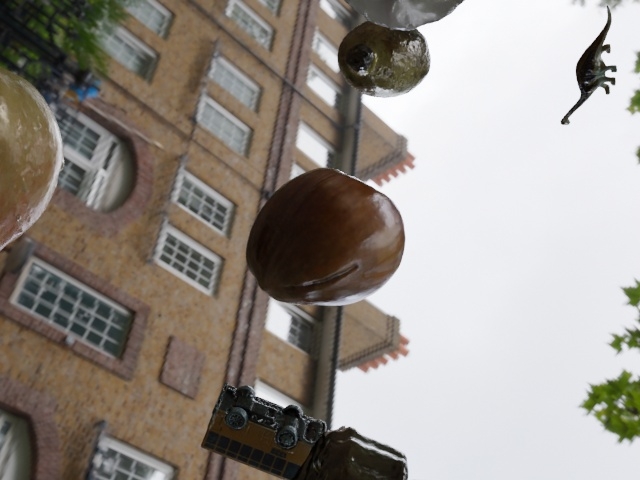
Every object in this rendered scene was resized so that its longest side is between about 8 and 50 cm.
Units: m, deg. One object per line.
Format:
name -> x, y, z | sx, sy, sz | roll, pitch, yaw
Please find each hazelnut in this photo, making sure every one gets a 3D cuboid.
hazelnut -> 0.000, 0.000, 0.792 | 0.150, 0.150, 0.150 | -35, -145, 29

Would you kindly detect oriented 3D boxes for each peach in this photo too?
peach -> -0.380, -0.079, 0.843 | 0.232, 0.232, 0.232 | -35, -145, 29

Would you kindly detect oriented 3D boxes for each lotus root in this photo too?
lotus root -> 0.092, -0.287, 1.249 | 0.138, 0.138, 0.214 | -31, 176, 34

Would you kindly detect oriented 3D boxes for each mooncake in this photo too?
mooncake -> 0.018, 0.342, 0.966 | 0.228, 0.124, 0.228 | -158, -90, -87

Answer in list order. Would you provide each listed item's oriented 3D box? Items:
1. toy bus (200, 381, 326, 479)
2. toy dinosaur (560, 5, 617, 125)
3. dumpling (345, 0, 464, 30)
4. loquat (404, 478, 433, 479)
toy bus -> -0.091, 0.314, 1.278 | 0.091, 0.182, 0.103 | -73, -175, -71
toy dinosaur -> 0.356, -0.221, 1.015 | 0.037, 0.058, 0.180 | -111, -161, -50
dumpling -> 0.111, -0.406, 1.031 | 0.204, 0.293, 0.163 | 59, -30, 24
loquat -> 0.037, 0.218, 0.458 | 0.195, 0.152, 0.152 | -26, -150, -9
